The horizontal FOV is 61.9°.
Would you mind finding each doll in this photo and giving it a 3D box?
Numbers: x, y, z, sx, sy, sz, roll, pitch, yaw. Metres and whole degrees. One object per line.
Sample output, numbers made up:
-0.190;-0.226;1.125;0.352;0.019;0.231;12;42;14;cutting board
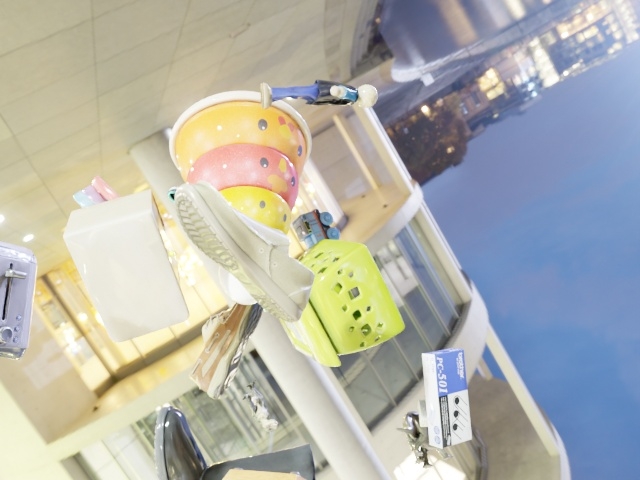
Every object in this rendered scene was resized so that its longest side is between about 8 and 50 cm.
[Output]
0.000;-0.235;0.858;0.189;0.046;0.129;-4;-164;-10;doll

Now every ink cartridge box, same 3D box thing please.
0.291;0.359;1.228;0.097;0.207;0.046;-2;175;-33;ink cartridge box

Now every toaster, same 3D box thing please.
-0.473;0.068;0.684;0.226;0.147;0.129;3;168;22;toaster

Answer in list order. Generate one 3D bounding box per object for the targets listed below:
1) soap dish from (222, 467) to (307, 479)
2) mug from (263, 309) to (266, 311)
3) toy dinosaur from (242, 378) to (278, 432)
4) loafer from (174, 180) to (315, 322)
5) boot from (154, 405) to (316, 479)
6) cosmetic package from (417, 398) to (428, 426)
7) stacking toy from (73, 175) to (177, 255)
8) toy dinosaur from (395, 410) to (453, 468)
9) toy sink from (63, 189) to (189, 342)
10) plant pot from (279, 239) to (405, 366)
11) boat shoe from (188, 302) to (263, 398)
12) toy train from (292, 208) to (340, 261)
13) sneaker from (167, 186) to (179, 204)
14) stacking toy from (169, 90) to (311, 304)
-0.084;0.626;1.242;0.228;0.291;0.118;-10;-130;28;soap dish
-0.145;0.169;1.732;0.157;0.129;0.097;-7;148;-36;mug
-0.204;0.520;1.709;0.064;0.118;0.268;-28;-165;-11;toy dinosaur
-0.103;0.008;0.781;0.102;0.268;0.092;3;-132;50;loafer
-0.239;0.650;1.558;0.445;0.367;0.146;-7;175;3;boot
0.311;0.441;1.372;0.115;0.041;0.060;-3;-137;4;cosmetic package
-0.575;-0.028;1.553;0.130;0.279;0.309;-46;168;-11;stacking toy
0.299;0.573;1.582;0.121;0.313;0.160;-45;-142;32;toy dinosaur
-0.354;0.046;1.004;0.152;0.234;0.131;-18;-152;-9;toy sink
0.018;0.145;1.214;0.207;0.228;0.227;-31;-165;-19;plant pot
-0.245;0.242;1.350;0.324;0.119;0.122;-65;171;8;boat shoe
0.000;0.000;1.490;0.105;0.184;0.080;-19;169;-32;toy train
-0.459;-0.117;1.821;0.065;0.166;0.076;-53;-177;5;sneaker
-0.168;-0.068;1.230;0.350;0.480;0.351;-7;147;-4;stacking toy
